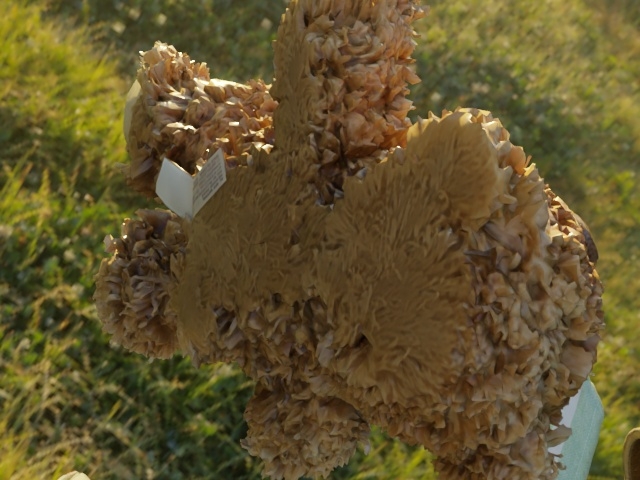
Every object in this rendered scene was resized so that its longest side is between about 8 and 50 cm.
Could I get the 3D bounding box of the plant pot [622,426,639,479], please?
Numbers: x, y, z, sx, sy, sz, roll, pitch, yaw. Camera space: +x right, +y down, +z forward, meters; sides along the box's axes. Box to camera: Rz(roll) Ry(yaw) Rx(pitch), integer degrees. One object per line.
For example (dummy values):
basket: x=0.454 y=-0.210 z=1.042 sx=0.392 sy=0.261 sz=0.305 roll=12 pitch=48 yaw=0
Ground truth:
plant pot: x=0.315 y=0.158 z=0.552 sx=0.254 sy=0.237 sz=0.237 roll=-20 pitch=60 yaw=-2

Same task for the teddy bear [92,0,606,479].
teddy bear: x=0.000 y=0.000 z=0.531 sx=0.113 sy=0.338 sz=0.245 roll=5 pitch=79 yaw=-37

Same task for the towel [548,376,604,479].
towel: x=0.141 y=0.091 z=0.972 sx=0.325 sy=0.038 sz=0.248 roll=60 pitch=35 yaw=-18

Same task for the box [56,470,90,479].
box: x=-0.200 y=0.280 z=0.733 sx=0.232 sy=0.127 sz=0.148 roll=-41 pitch=89 yaw=-9
